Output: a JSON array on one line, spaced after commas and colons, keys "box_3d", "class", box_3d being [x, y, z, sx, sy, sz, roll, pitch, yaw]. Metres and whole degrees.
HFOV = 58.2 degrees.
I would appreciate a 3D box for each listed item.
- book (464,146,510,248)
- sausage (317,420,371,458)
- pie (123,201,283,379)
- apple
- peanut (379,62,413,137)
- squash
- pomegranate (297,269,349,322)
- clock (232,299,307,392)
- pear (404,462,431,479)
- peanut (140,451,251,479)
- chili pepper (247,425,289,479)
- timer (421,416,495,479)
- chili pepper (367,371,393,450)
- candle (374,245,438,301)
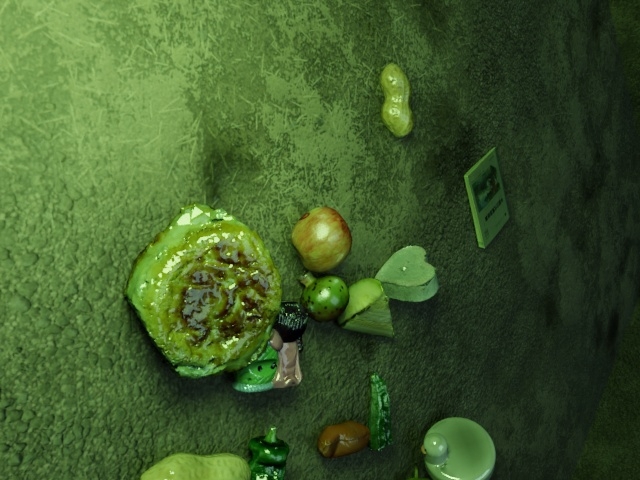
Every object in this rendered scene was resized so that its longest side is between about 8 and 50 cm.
[{"box_3d": [0.573, -0.146, 1.968, 0.215, 0.025, 0.283, -42, 123, -33], "class": "book"}, {"box_3d": [0.058, 0.534, 1.544, 0.179, 0.089, 0.089, 5, 94, -42], "class": "sausage"}, {"box_3d": [-0.215, 0.107, 1.136, 0.288, 0.103, 0.355, -31, 107, -24], "class": "pie"}, {"box_3d": [0.000, 0.000, 1.337, 0.131, 0.146, 0.146, -34, 122, -15], "class": "apple"}, {"box_3d": [0.197, -0.365, 1.510, 0.089, 0.089, 0.193, -20, 107, -41], "class": "peanut"}, {"box_3d": [0.173, 0.179, 1.567, 0.252, 0.093, 0.169, 19, 128, -45], "class": "squash"}, {"box_3d": [0.006, 0.136, 1.395, 0.130, 0.130, 0.130, -10, 105, -44], "class": "pomegranate"}, {"box_3d": [-0.111, 0.234, 1.300, 0.194, 0.100, 0.195, 5, 93, -44], "class": "clock"}, {"box_3d": [0.305, 0.807, 1.796, 0.180, 0.166, 0.216, 18, 58, -34], "class": "pear"}, {"box_3d": [-0.249, 0.506, 1.194, 0.274, 0.125, 0.111, 20, 102, -45], "class": "peanut"}, {"box_3d": [-0.129, 0.563, 1.333, 0.136, 0.099, 0.270, 9, 87, -79], "class": "chili pepper"}, {"box_3d": [0.437, 0.674, 1.833, 0.233, 0.233, 0.240, -46, 144, -29], "class": "timer"}, {"box_3d": [0.162, 0.485, 1.654, 0.088, 0.059, 0.227, -12, 103, -31], "class": "chili pepper"}, {"box_3d": [0.234, 0.099, 1.596, 0.168, 0.192, 0.068, -19, 121, 6], "class": "candle"}]
